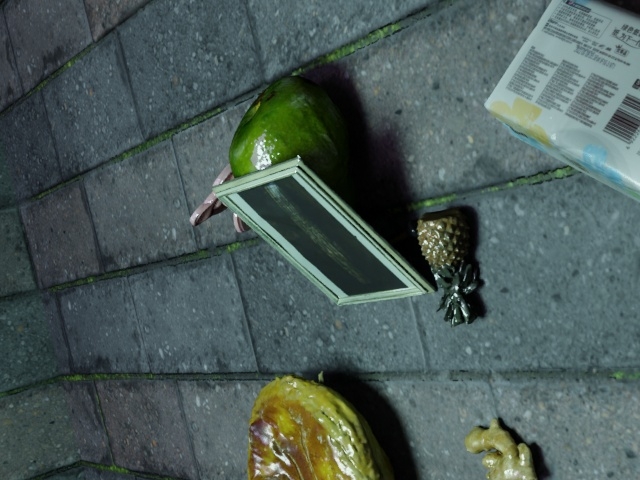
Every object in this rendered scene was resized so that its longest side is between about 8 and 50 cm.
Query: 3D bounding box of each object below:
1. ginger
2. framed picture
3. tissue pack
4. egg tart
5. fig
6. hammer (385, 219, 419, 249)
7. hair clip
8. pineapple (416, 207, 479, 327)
[{"bbox_3d":[0.245,0.347,1.365,0.193,0.053,0.176,66,150,16],"label":"ginger"},{"bbox_3d":[0.000,0.000,1.450,0.293,0.018,0.231,43,150,-23],"label":"framed picture"},{"bbox_3d":[0.319,-0.136,1.033,0.229,0.145,0.159,37,98,41],"label":"tissue pack"},{"bbox_3d":[0.012,0.370,1.616,0.352,0.153,0.339,13,108,49],"label":"egg tart"},{"bbox_3d":[-0.012,-0.120,1.504,0.235,0.203,0.203,34,146,-14],"label":"fig"},{"bbox_3d":[0.091,0.018,1.490,0.201,0.021,0.078,-33,75,55],"label":"hammer"},{"bbox_3d":[-0.168,-0.088,1.751,0.102,0.123,0.138,10,119,23],"label":"hair clip"},{"bbox_3d":[0.175,0.039,1.344,0.074,0.074,0.159,5,113,54],"label":"pineapple"}]
